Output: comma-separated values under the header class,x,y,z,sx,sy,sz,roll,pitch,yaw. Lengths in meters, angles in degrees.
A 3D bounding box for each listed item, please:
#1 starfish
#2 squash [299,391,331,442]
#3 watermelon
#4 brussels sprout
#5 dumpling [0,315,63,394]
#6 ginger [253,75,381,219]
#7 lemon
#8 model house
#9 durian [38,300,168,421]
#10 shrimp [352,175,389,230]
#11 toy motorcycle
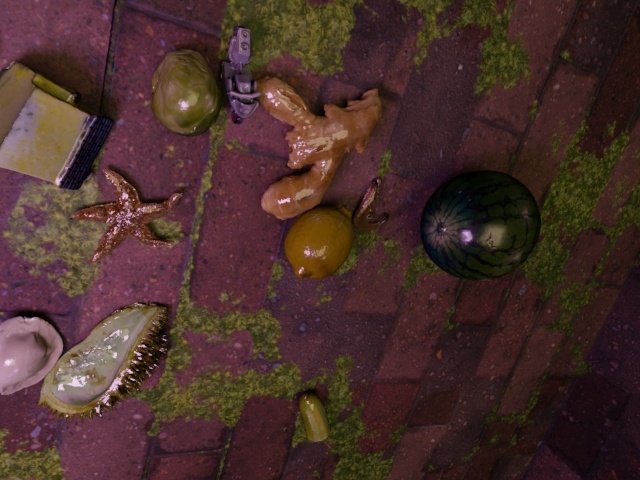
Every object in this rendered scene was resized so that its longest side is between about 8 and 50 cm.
class,x,y,z,sx,sy,sz,roll,pitch,yaw
starfish,-0.464,-0.057,1.005,0.277,0.062,0.236,-37,120,-4
squash,-0.022,0.603,1.459,0.095,0.095,0.188,-19,117,-15
watermelon,0.478,-0.047,1.268,0.363,0.363,0.363,-9,114,-20
brussels sprout,-0.291,-0.322,0.928,0.131,0.145,0.183,1,119,-53
dumpling,-0.713,0.279,1.015,0.155,0.111,0.181,-7,138,-42
ginger,0.006,-0.240,1.101,0.348,0.122,0.363,-6,104,-12
lemon,0.000,0.000,1.164,0.184,0.184,0.248,47,72,-31
model house,-0.557,-0.227,0.871,0.194,0.170,0.211,-61,148,1
durian,-0.553,0.324,1.125,0.198,0.163,0.394,42,86,7
shrimp,0.172,-0.104,1.279,0.124,0.034,0.178,17,105,-31
toy motorcycle,-0.186,-0.374,0.956,0.080,0.122,0.215,-5,113,-27
